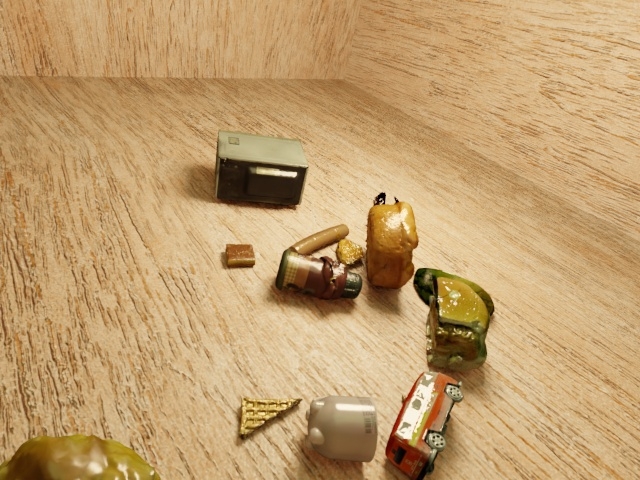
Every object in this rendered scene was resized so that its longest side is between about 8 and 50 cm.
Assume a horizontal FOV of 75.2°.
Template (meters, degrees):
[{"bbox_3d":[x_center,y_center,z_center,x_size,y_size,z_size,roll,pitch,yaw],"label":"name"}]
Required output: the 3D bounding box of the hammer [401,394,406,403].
[{"bbox_3d":[0.272,0.420,1.107,0.122,0.014,0.029,2,48,-20],"label":"hammer"}]

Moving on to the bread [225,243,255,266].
[{"bbox_3d":[-0.272,0.050,1.403,0.094,0.035,0.090,0,38,-21],"label":"bread"}]

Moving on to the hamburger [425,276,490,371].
[{"bbox_3d":[0.413,0.255,1.252,0.192,0.168,0.288,16,34,3],"label":"hamburger"}]

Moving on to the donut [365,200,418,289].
[{"bbox_3d":[0.239,0.014,1.440,0.150,0.299,0.317,1,3,0],"label":"donut"}]

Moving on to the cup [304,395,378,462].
[{"bbox_3d":[0.040,0.403,0.941,0.141,0.134,0.173,7,37,-7],"label":"cup"}]

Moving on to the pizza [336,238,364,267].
[{"bbox_3d":[0.109,0.049,1.545,0.099,0.036,0.160,6,36,-12],"label":"pizza"}]

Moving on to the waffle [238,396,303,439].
[{"bbox_3d":[-0.112,0.412,0.969,0.152,0.023,0.097,6,37,-14],"label":"waffle"}]

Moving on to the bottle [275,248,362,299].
[{"bbox_3d":[0.000,0.118,1.318,0.271,0.143,0.156,14,35,-3],"label":"bottle"}]

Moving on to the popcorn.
[{"bbox_3d":[-0.372,0.454,0.624,0.335,0.274,0.279,27,7,3],"label":"popcorn"}]

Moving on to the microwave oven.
[{"bbox_3d":[-0.255,-0.290,1.726,0.354,0.219,0.286,3,38,-17],"label":"microwave oven"}]

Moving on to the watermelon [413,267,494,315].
[{"bbox_3d":[0.449,0.202,1.426,0.303,0.159,0.128,25,74,16],"label":"watermelon"}]

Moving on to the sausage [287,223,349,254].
[{"bbox_3d":[-0.002,-0.001,1.552,0.065,0.066,0.301,36,39,28],"label":"sausage"}]

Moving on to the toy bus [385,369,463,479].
[{"bbox_3d":[0.252,0.426,0.995,0.119,0.121,0.265,24,37,21],"label":"toy bus"}]

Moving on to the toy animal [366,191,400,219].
[{"bbox_3d":[0.281,-0.096,1.786,0.179,0.116,0.219,-27,77,-10],"label":"toy animal"}]
